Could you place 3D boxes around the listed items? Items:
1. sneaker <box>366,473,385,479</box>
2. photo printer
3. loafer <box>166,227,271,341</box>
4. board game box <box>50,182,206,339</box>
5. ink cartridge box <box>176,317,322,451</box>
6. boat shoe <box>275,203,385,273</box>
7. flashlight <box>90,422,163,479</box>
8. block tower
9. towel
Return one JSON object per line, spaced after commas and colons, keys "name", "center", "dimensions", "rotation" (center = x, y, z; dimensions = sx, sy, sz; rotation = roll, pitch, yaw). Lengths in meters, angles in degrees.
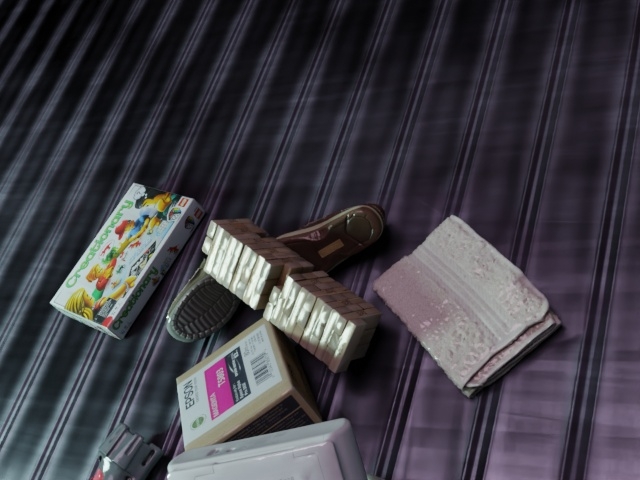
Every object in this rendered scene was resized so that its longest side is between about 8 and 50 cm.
{"name": "sneaker", "center": [-0.045, 0.383, 1.239], "dimensions": [0.292, 0.118, 0.110], "rotation": [-18, 47, 17]}
{"name": "photo printer", "center": [-0.039, 0.402, 1.131], "dimensions": [0.256, 0.107, 0.307], "rotation": [-16, 92, 17]}
{"name": "loafer", "center": [-0.184, 0.080, 1.587], "dimensions": [0.251, 0.094, 0.087], "rotation": [-47, 21, -21]}
{"name": "board game box", "center": [-0.381, 0.033, 1.754], "dimensions": [0.193, 0.053, 0.305], "rotation": [15, 65, 39]}
{"name": "ink cartridge box", "center": [-0.117, 0.244, 1.360], "dimensions": [0.193, 0.088, 0.234], "rotation": [-35, 26, 2]}
{"name": "boat shoe", "center": [0.004, 0.007, 1.532], "dimensions": [0.257, 0.095, 0.095], "rotation": [-21, 13, 26]}
{"name": "flashlight", "center": [-0.390, 0.437, 1.424], "dimensions": [0.304, 0.103, 0.103], "rotation": [-55, 20, -17]}
{"name": "block tower", "center": [-0.051, 0.081, 1.431], "dimensions": [0.335, 0.097, 0.091], "rotation": [35, 116, 33]}
{"name": "towel", "center": [0.214, 0.092, 1.349], "dimensions": [0.187, 0.049, 0.282], "rotation": [-40, 45, -2]}
